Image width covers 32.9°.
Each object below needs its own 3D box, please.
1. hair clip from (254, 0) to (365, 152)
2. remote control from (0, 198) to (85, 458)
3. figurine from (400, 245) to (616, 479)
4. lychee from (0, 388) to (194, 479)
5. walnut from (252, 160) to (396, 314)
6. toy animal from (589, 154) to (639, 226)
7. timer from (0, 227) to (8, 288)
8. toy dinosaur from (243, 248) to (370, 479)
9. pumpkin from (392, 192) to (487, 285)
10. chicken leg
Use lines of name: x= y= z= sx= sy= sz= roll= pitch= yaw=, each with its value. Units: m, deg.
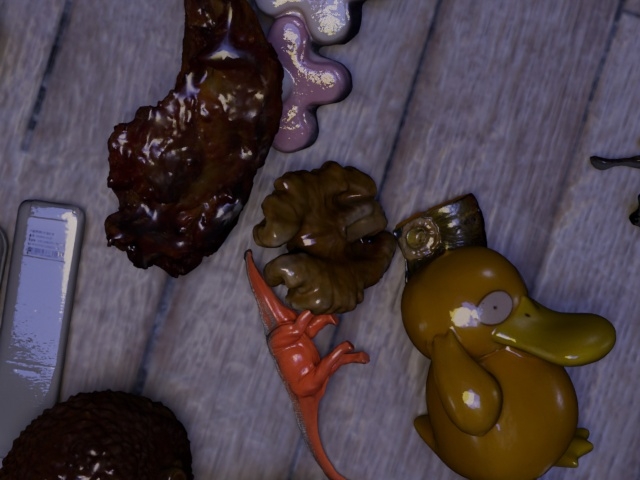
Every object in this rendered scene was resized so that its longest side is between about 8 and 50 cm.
hair clip: x=-0.021 y=-0.209 z=1.052 sx=0.146 sy=0.075 sz=0.257 roll=24 pitch=96 yaw=-8
remote control: x=-0.283 y=0.090 z=1.074 sx=0.067 sy=0.029 sz=0.261 roll=9 pitch=94 yaw=-4
figurine: x=0.165 y=0.127 z=1.024 sx=0.215 sy=0.215 sz=0.228 roll=4 pitch=116 yaw=-3
lychee: x=-0.205 y=0.231 z=1.006 sx=0.194 sy=0.194 sz=0.194 roll=0 pitch=93 yaw=-3
walnut: x=0.000 y=0.000 z=1.033 sx=0.069 sy=0.170 sz=0.143 roll=-17 pitch=92 yaw=42
toy animal: x=0.380 y=-0.067 z=1.077 sx=0.202 sy=0.070 sz=0.105 roll=-16 pitch=75 yaw=2
timer: x=-0.411 y=0.091 z=1.040 sx=0.178 sy=0.078 sz=0.253 roll=10 pitch=92 yaw=-4
toy dinosaur: x=-0.003 y=0.129 z=1.075 sx=0.101 sy=0.055 sz=0.279 roll=-29 pitch=94 yaw=17
pumpkin: x=0.117 y=0.002 z=1.084 sx=0.101 sy=0.035 sz=0.073 roll=-23 pitch=101 yaw=-10
chicken leg: x=-0.113 y=-0.146 z=0.985 sx=0.158 sy=0.096 sz=0.407 roll=-2 pitch=122 yaw=-18
